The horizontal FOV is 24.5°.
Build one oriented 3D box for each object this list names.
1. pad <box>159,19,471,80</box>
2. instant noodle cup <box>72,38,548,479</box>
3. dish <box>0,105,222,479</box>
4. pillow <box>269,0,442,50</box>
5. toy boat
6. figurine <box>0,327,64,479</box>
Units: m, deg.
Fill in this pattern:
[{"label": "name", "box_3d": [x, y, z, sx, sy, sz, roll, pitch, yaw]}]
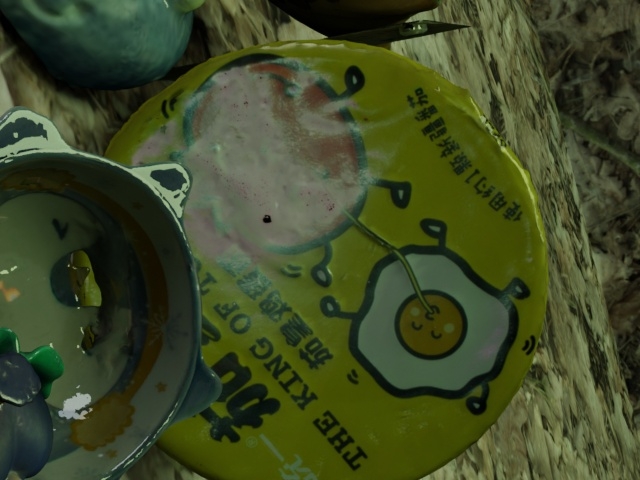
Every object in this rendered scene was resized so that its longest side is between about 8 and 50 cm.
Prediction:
[{"label": "pad", "box_3d": [-0.021, -0.149, 1.193, 0.159, 0.265, 0.009, -19, 100, -69]}, {"label": "instant noodle cup", "box_3d": [0.000, 0.000, 1.103, 0.254, 0.326, 0.325, -73, 145, -77]}, {"label": "dish", "box_3d": [-0.167, 0.048, 0.878, 0.228, 0.086, 0.236, 13, 88, -39]}, {"label": "pillow", "box_3d": [-0.036, -0.271, 1.206, 0.310, 0.119, 0.312, 38, -2, -6]}, {"label": "toy boat", "box_3d": [-0.179, -0.269, 1.071, 0.215, 0.123, 0.330, -54, 125, -66]}, {"label": "figurine", "box_3d": [-0.185, 0.132, 0.744, 0.102, 0.111, 0.195, 15, 84, -68]}]
